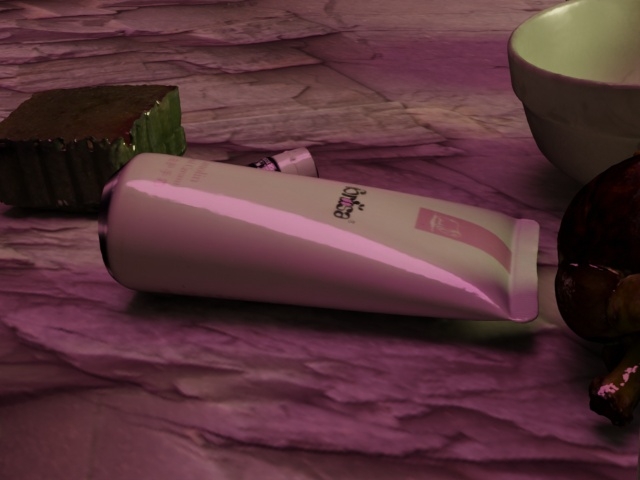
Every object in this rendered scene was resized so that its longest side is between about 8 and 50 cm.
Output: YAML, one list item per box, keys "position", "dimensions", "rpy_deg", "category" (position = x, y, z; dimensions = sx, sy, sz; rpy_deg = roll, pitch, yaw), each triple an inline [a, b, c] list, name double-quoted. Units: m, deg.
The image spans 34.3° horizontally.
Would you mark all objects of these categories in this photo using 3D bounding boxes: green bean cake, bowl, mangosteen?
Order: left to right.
- position: [-0.249, -0.100, 1.125]
  dimensions: [0.173, 0.094, 0.181]
  rpy_deg: [0, 26, 12]
  category: "green bean cake"
- position: [0.334, -0.135, 0.989]
  dimensions: [0.307, 0.163, 0.307]
  rpy_deg: [-5, 30, 3]
  category: "bowl"
- position: [0.246, 0.028, 0.703]
  dimensions: [0.172, 0.172, 0.184]
  rpy_deg: [-8, 59, -6]
  category: "mangosteen"

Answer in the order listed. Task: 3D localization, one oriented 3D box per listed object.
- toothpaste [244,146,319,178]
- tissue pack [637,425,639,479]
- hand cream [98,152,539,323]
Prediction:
- position: [-0.099, -0.046, 1.048]
  dimensions: [0.193, 0.045, 0.071]
  rpy_deg: [-20, 20, -15]
  category: "toothpaste"
- position: [0.279, 0.110, 0.449]
  dimensions: [0.263, 0.198, 0.146]
  rpy_deg: [1, 24, 12]
  category: "tissue pack"
- position: [0.000, 0.000, 0.858]
  dimensions: [0.358, 0.118, 0.185]
  rpy_deg: [6, 23, 9]
  category: "hand cream"
